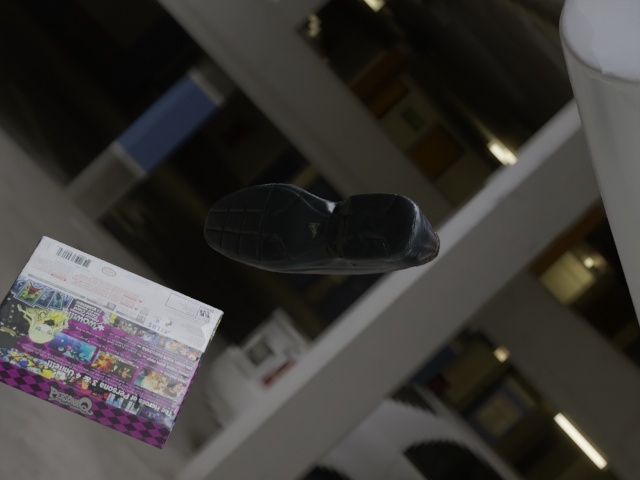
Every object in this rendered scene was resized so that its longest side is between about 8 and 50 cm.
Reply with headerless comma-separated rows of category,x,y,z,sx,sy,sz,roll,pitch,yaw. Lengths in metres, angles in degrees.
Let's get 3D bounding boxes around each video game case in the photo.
video game case,-0.246,0.110,1.772,0.232,0.042,0.210,23,38,-2

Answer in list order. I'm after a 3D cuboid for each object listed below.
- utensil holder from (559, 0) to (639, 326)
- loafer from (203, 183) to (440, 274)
utensil holder,0.389,-0.052,1.295,0.327,0.327,0.385,50,-13,56
loafer,0.000,0.000,1.078,0.170,0.062,0.061,7,-16,30
